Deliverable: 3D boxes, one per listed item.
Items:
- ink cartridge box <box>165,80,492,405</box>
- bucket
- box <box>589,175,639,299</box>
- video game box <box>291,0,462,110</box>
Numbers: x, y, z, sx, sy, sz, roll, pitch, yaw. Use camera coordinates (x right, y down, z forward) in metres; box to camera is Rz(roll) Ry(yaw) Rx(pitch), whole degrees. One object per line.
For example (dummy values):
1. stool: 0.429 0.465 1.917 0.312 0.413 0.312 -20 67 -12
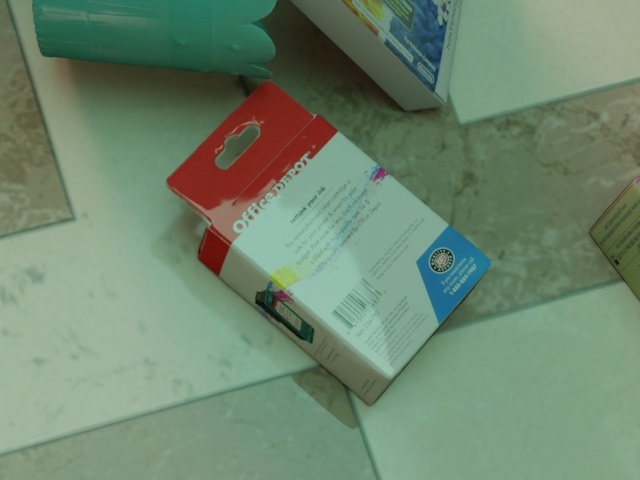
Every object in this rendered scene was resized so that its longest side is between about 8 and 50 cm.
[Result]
1. ink cartridge box: 0.000 0.000 1.383 0.231 0.078 0.134 41 67 6
2. bucket: -0.122 -0.258 1.361 0.183 0.281 0.281 2 69 -4
3. box: 0.383 0.015 1.427 0.213 0.117 0.243 -31 78 -19
4. video game box: 0.052 -0.233 1.426 0.048 0.205 0.187 -7 63 31
